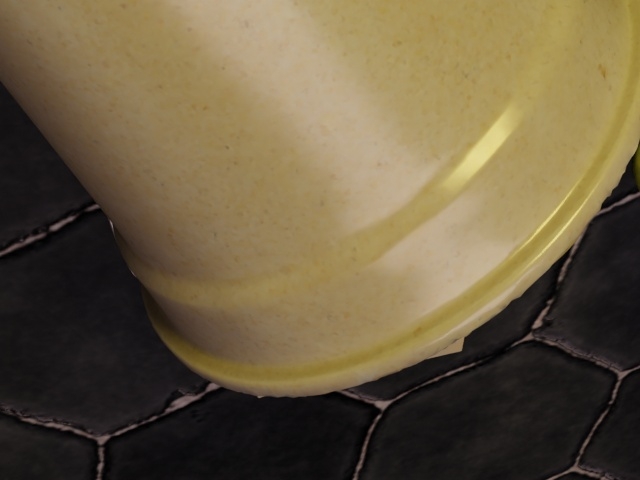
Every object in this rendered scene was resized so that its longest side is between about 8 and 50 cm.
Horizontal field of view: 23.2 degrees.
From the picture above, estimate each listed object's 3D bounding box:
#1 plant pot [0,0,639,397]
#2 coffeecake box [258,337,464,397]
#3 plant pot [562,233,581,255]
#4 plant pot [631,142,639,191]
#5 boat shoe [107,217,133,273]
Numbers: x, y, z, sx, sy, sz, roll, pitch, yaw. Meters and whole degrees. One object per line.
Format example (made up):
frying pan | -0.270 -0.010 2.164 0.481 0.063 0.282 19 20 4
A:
plant pot | -0.047 -0.140 0.785 0.334 0.334 0.305 -34 129 13
coffeecake box | 0.000 0.000 1.037 0.142 0.185 0.068 -12 140 -14
plant pot | 0.114 -0.038 1.118 0.134 0.095 0.134 -17 142 -14
plant pot | 0.394 -0.109 1.076 0.276 0.276 0.254 3 123 -29
boat shoe | -0.118 -0.051 1.028 0.063 0.066 0.184 -16 131 -8
